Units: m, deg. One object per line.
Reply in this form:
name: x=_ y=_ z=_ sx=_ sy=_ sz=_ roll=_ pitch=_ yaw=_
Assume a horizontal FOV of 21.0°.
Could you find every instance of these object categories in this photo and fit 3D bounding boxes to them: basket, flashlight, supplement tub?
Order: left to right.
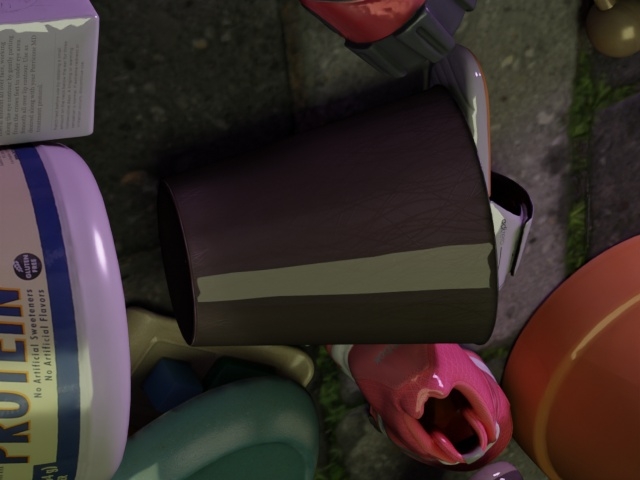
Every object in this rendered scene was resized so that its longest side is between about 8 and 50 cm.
supplement tub: x=-0.301 y=0.064 z=1.089 sx=0.324 sy=0.235 sz=0.235 roll=-7 pitch=128 yaw=-19
flashlight: x=-0.019 y=-0.227 z=1.163 sx=0.103 sy=0.103 sz=0.304 roll=-15 pitch=141 yaw=37
basket: x=0.000 y=0.000 z=1.311 sx=0.226 sy=0.154 sz=0.204 roll=-11 pitch=90 yaw=-13

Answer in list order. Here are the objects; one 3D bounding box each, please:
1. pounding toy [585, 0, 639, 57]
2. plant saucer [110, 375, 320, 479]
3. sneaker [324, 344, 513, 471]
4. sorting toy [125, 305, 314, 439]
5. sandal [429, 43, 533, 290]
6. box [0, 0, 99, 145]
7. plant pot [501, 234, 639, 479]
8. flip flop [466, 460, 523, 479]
pounding toy: x=0.305 y=-0.240 z=1.316 sx=0.237 sy=0.110 sz=0.183 roll=-33 pitch=134 yaw=-2
plant saucer: x=-0.117 y=0.246 z=1.452 sx=0.317 sy=0.044 sz=0.318 roll=-32 pitch=149 yaw=-22
sneaker: x=0.102 y=0.154 z=1.488 sx=0.116 sy=0.136 sz=0.314 roll=-37 pitch=144 yaw=4
sorting toy: x=-0.119 y=0.153 z=1.444 sx=0.196 sy=0.047 sz=0.348 roll=19 pitch=115 yaw=-38
sandal: x=0.136 y=-0.038 z=1.392 sx=0.076 sy=0.102 sz=0.265 roll=-13 pitch=129 yaw=-16
box: x=-0.241 y=-0.127 z=1.094 sx=0.170 sy=0.130 sz=0.091 roll=-8 pitch=129 yaw=-22
plant pot: x=0.339 y=0.161 z=1.594 sx=0.290 sy=0.203 sz=0.291 roll=-15 pitch=132 yaw=-17
flip flop: x=0.095 y=0.275 z=1.623 sx=0.112 sy=0.080 sz=0.277 roll=-27 pitch=159 yaw=-39
